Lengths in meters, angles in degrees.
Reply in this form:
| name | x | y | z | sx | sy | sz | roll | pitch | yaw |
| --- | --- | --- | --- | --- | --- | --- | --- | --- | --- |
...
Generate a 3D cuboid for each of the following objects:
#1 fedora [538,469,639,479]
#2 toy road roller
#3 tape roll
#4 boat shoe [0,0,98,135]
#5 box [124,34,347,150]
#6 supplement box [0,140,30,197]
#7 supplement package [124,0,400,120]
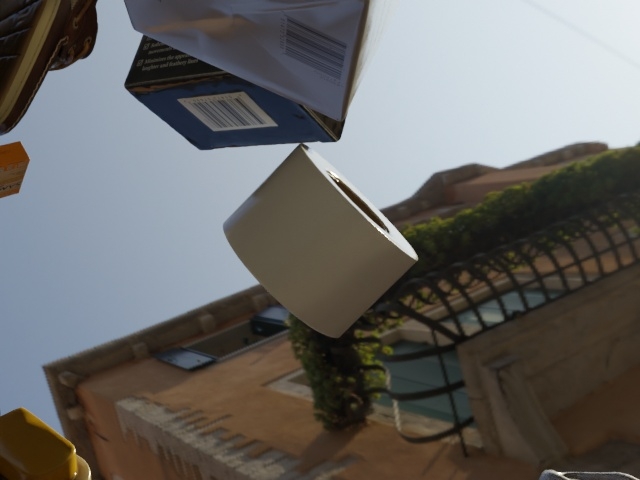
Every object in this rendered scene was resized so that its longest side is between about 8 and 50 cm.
| name | x | y | z | sx | sy | sz | roll | pitch | yaw |
| --- | --- | --- | --- | --- | --- | --- | --- | --- | --- |
| fedora | 0.368 | 0.382 | 1.117 | 0.244 | 0.275 | 0.124 | 4 | -100 | -2 |
| toy road roller | -0.494 | 0.360 | 1.116 | 0.241 | 0.330 | 0.202 | -27 | -51 | -49 |
| tape roll | 0.000 | 0.000 | 1.198 | 0.246 | 0.246 | 0.169 | 41 | -81 | -23 |
| boat shoe | -0.309 | -0.253 | 0.944 | 0.123 | 0.123 | 0.342 | 43 | -132 | -48 |
| box | -0.093 | -0.370 | 1.323 | 0.212 | 0.294 | 0.395 | 39 | -121 | -49 |
| supplement box | -0.472 | -0.100 | 1.199 | 0.062 | 0.098 | 0.036 | -23 | -104 | -37 |
| supplement package | 0.004 | -0.267 | 0.545 | 0.175 | 0.177 | 0.293 | 24 | -104 | 3 |
